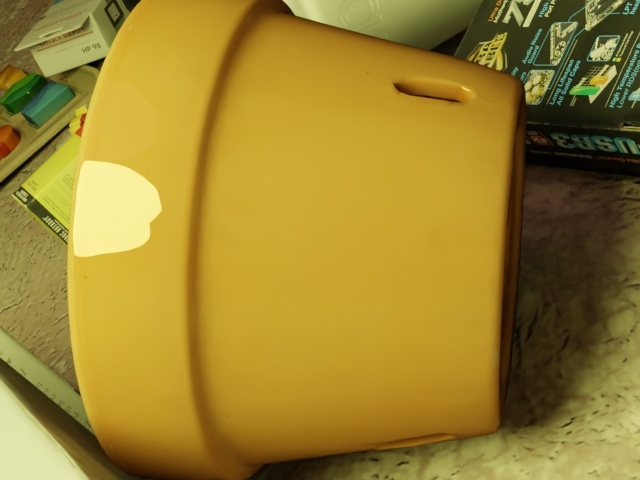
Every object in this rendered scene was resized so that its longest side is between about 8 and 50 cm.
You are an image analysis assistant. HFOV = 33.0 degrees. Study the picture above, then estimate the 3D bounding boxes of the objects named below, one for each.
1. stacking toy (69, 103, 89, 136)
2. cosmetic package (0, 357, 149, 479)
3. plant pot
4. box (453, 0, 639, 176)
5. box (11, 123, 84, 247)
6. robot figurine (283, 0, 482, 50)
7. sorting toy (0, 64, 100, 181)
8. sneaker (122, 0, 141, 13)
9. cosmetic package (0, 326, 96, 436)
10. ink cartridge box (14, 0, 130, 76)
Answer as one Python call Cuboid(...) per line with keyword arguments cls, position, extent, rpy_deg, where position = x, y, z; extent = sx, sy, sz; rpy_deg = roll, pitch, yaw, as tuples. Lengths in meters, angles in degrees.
Cuboid(cls="stacking toy", position=(-0.196, -0.209, 1.257), extent=(0.167, 0.052, 0.221), rpy_deg=(-23, 37, 24))
Cuboid(cls="cosmetic package", position=(-0.140, 0.191, 0.589), extent=(0.138, 0.224, 0.225), rpy_deg=(-49, 34, -13))
Cuboid(cls="plant pot", position=(0.010, 0.000, 0.624), extent=(0.204, 0.290, 0.290), rpy_deg=(3, 48, 12))
Cuboid(cls="box", position=(0.243, -0.183, 0.721), extent=(0.293, 0.073, 0.295), rpy_deg=(13, 72, 55))
Cuboid(cls="box", position=(-0.198, -0.096, 1.099), extent=(0.232, 0.087, 0.058), rpy_deg=(-47, 34, -8))
Cuboid(cls="robot figurine", position=(0.053, -0.253, 0.905), extent=(0.354, 0.199, 0.300), rpy_deg=(-32, -5, -8))
Cuboid(cls="sorting toy", position=(-0.424, -0.165, 1.437), extent=(0.229, 0.041, 0.307), rpy_deg=(-48, 35, -12))
Cuboid(cls="sneaker", position=(-0.028, -0.320, 1.105), extent=(0.448, 0.169, 0.257), rpy_deg=(-17, 37, 37))
Cuboid(cls="cosmetic package", position=(-0.262, 0.158, 0.782), extent=(0.151, 0.183, 0.151), rpy_deg=(1, 52, 45))
Cuboid(cls="ink cartridge box", position=(-0.311, -0.273, 1.397), extent=(0.104, 0.060, 0.180), rpy_deg=(-15, 31, 19))
